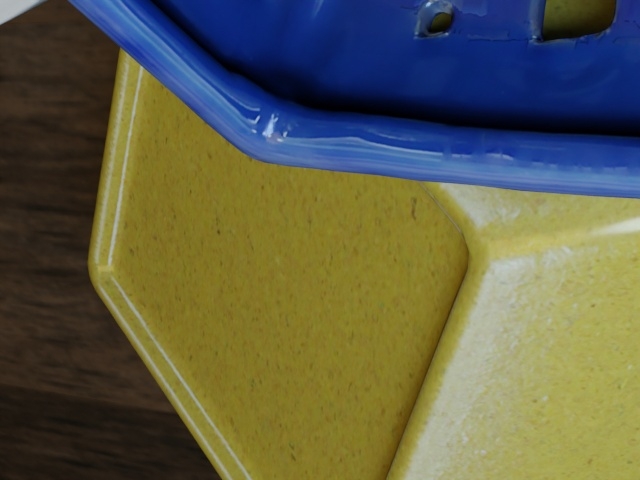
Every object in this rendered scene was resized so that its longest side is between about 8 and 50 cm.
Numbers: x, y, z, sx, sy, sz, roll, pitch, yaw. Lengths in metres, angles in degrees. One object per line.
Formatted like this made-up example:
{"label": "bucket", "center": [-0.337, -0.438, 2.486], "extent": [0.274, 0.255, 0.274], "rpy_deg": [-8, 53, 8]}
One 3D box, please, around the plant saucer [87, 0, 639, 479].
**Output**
{"label": "plant saucer", "center": [0.000, 0.000, 0.630], "extent": [0.333, 0.081, 0.333], "rpy_deg": [52, 142, 34]}

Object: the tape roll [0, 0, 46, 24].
{"label": "tape roll", "center": [-0.179, -0.239, 0.683], "extent": [0.286, 0.100, 0.286], "rpy_deg": [20, 129, 26]}

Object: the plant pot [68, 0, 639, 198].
{"label": "plant pot", "center": [0.048, -0.155, 0.398], "extent": [0.236, 0.212, 0.236], "rpy_deg": [8, 159, 35]}
